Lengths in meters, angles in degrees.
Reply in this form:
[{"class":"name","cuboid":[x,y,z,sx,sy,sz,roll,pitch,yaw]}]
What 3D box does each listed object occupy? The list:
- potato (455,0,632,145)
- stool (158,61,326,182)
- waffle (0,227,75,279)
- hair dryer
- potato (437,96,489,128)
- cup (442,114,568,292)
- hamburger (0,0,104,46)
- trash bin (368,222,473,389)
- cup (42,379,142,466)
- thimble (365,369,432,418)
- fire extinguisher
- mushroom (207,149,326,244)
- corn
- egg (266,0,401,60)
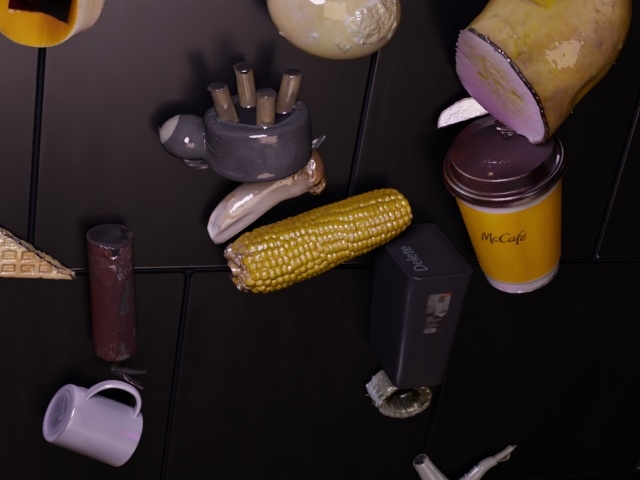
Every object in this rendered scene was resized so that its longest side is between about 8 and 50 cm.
[{"class":"potato","cuboid":[0.348,-0.318,1.853,0.266,0.229,0.229,-44,125,-6]},{"class":"stool","cuboid":[-0.113,-0.166,1.782,0.228,0.153,0.139,-12,122,-15]},{"class":"waffle","cuboid":[-0.434,0.014,1.838,0.153,0.023,0.097,3,118,-22]},{"class":"hair dryer","cuboid":[0.265,0.427,2.338,0.167,0.067,0.199,42,87,-28]},{"class":"potato","cuboid":[0.227,-0.207,1.969,0.093,0.037,0.036,-16,94,10]},{"class":"cup","cuboid":[0.308,-0.055,2.002,0.196,0.196,0.279,-23,132,-8]},{"class":"hamburger","cuboid":[-0.359,-0.353,1.605,0.173,0.116,0.210,5,129,-11]},{"class":"trash bin","cuboid":[0.154,0.110,2.043,0.115,0.165,0.225,-4,122,-20]},{"class":"cup","cuboid":[-0.356,0.280,1.981,0.133,0.099,0.136,27,85,-30]},{"class":"thimble","cuboid":[0.138,0.268,2.183,0.110,0.062,0.084,-6,121,-18]},{"class":"fire extinguisher","cuboid":[-0.311,0.109,1.903,0.089,0.072,0.267,10,120,14]},{"class":"mushroom","cuboid":[-0.085,-0.069,1.905,0.209,0.071,0.084,-32,157,1]},{"class":"corn","cuboid":[0.000,0.000,1.954,0.305,0.106,0.106,-20,123,-13]},{"class":"egg","cuboid":[0.020,-0.335,1.738,0.201,0.164,0.164,14,112,-27]}]
